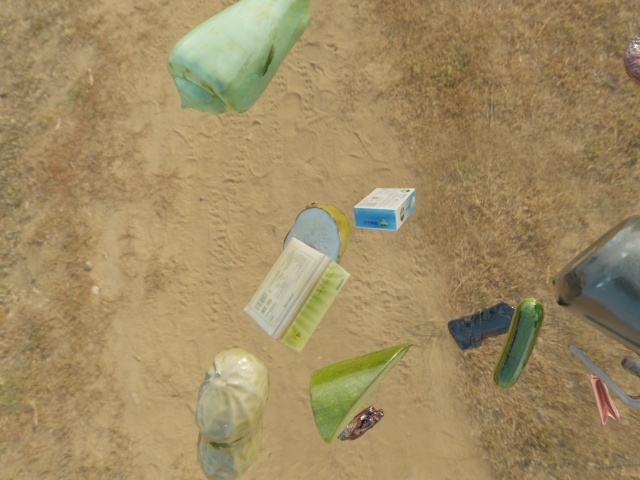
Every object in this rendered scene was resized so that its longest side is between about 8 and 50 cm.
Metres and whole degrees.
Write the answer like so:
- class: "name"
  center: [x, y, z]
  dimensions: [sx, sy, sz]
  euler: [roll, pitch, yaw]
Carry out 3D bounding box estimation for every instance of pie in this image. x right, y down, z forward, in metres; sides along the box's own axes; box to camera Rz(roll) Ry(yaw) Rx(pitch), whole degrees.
- class: "pie"
  center: [0.962, -0.510, 1.262]
  dimensions: [0.218, 0.054, 0.205]
  euler: [-12, 77, 13]

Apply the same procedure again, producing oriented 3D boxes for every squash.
- class: "squash"
  center: [0.105, 0.332, 1.006]
  dimensions: [0.252, 0.093, 0.170]
  euler: [-21, 64, 14]
- class: "squash"
  center: [0.457, 0.239, 1.053]
  dimensions: [0.066, 0.066, 0.229]
  euler: [20, 107, 18]

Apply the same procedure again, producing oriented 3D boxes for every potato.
- class: "potato"
  center: [0.000, 0.000, 1.819]
  dimensions: [0.246, 0.196, 0.300]
  euler: [34, 112, 15]

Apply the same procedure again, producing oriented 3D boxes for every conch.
- class: "conch"
  center: [-0.120, -0.290, 0.715]
  dimensions: [0.250, 0.143, 0.137]
  euler: [-43, 38, -16]

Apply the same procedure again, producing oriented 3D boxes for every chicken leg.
- class: "chicken leg"
  center: [0.099, 0.540, 1.328]
  dimensions: [0.048, 0.219, 0.090]
  euler: [39, 135, 46]

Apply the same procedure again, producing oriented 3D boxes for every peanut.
- class: "peanut"
  center: [-0.118, 0.238, 0.602]
  dimensions: [0.090, 0.099, 0.214]
  euler: [9, 120, 2]

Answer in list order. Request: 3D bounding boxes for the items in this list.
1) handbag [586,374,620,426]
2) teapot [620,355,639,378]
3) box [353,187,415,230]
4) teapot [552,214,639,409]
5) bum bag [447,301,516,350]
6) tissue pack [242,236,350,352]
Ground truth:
- class: "handbag"
  center: [0.935, 0.521, 1.508]
  dimensions: [0.059, 0.212, 0.157]
  euler: [-19, 69, 26]
- class: "teapot"
  center: [0.503, 0.195, 0.601]
  dimensions: [0.111, 0.108, 0.149]
  euler: [-41, 71, 14]
- class: "box"
  center: [0.207, -0.104, 1.447]
  dimensions: [0.139, 0.194, 0.073]
  euler: [6, 116, 28]
- class: "teapot"
  center: [0.648, 0.155, 0.894]
  dimensions: [0.300, 0.253, 0.344]
  euler: [-46, 71, 16]
- class: "bum bag"
  center: [0.568, 0.294, 1.579]
  dimensions: [0.248, 0.060, 0.123]
  euler: [-29, 94, 24]
- class: "tissue pack"
  center: [-0.062, 0.132, 1.134]
  dimensions: [0.159, 0.125, 0.234]
  euler: [26, 81, 50]
